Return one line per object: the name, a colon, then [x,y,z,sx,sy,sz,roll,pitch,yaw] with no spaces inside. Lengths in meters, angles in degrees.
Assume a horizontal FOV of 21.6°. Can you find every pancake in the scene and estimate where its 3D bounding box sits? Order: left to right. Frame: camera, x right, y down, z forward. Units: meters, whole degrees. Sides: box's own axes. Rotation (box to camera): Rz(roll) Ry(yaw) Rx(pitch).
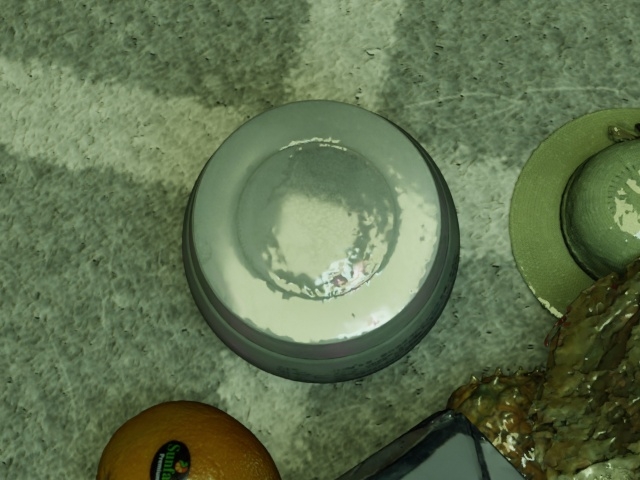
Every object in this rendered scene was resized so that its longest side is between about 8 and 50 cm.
pancake: [0.344,0.106,1.468,0.382,0.382,0.071,-41,117,-4]

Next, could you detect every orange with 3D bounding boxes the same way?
orange: [-0.129,0.256,1.630,0.206,0.206,0.206,-1,79,4]

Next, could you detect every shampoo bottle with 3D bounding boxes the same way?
shampoo bottle: [0.000,0.000,1.632,0.273,0.266,0.273,0,79,2]

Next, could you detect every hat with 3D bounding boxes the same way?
hat: [0.321,-0.026,1.686,0.257,0.130,0.257,-1,79,3]

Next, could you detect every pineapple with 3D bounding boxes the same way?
pineapple: [0.280,0.173,1.651,0.310,0.141,0.170,-10,61,-3]

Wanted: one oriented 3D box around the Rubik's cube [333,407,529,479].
Rubik's cube: [0.082,0.375,1.486,0.307,0.310,0.305,44,118,13]
